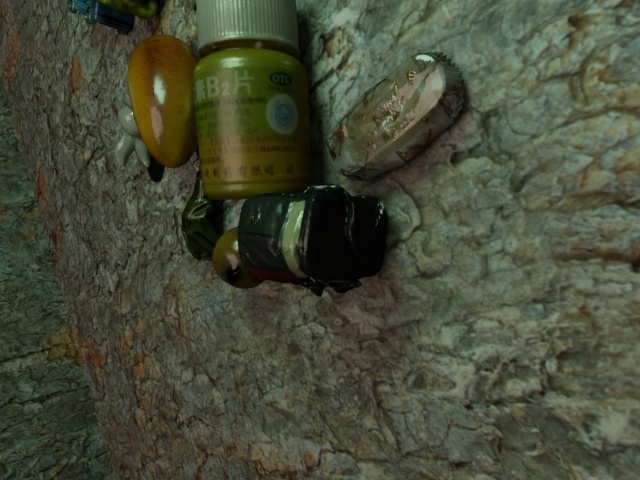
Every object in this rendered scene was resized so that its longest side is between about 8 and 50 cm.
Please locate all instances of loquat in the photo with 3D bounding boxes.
[{"bbox_3d":[-0.182,0.039,0.951,0.163,0.137,0.163,33,138,37],"label":"loquat"}]

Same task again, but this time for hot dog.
[{"bbox_3d":[0.117,-0.196,0.682,0.267,0.075,0.145,-29,84,37],"label":"hot dog"}]

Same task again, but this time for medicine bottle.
[{"bbox_3d":[-0.131,-0.278,0.783,0.224,0.224,0.385,6,101,40],"label":"medicine bottle"}]

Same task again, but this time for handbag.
[{"bbox_3d":[0.000,0.000,0.703,0.181,0.254,0.182,3,89,38],"label":"handbag"}]

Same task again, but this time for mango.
[{"bbox_3d":[-0.383,-0.341,0.994,0.201,0.199,0.351,-14,69,9],"label":"mango"}]

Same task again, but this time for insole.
[{"bbox_3d":[-0.466,-0.322,1.212,0.119,0.009,0.349,50,126,24],"label":"insole"}]

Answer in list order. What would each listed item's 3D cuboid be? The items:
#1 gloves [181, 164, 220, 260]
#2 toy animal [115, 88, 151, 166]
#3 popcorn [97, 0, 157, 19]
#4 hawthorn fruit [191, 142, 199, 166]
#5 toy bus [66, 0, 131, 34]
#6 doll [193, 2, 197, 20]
[{"bbox_3d":[-0.316,-0.067,1.075,0.135,0.107,0.269,-128,43,-61],"label":"gloves"},{"bbox_3d":[-0.562,-0.341,1.221,0.131,0.103,0.221,52,127,30],"label":"toy animal"},{"bbox_3d":[-0.529,-0.735,1.035,0.250,0.241,0.235,-54,48,47],"label":"popcorn"},{"bbox_3d":[-0.297,-0.222,1.021,0.066,0.103,0.067,20,133,23],"label":"hawthorn fruit"},{"bbox_3d":[-0.686,-0.743,1.249,0.246,0.113,0.134,37,115,32],"label":"toy bus"},{"bbox_3d":[-0.222,-0.584,0.906,0.219,0.067,0.091,-46,66,31],"label":"doll"}]
